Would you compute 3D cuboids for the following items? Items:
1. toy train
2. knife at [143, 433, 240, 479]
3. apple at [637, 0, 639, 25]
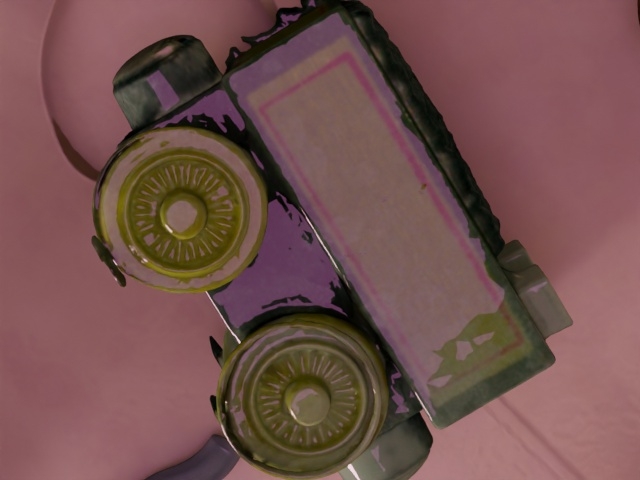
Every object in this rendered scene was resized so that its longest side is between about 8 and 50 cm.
[{"bbox_3d":[0.000,0.000,0.897,0.188,0.159,0.272,-30,99,4],"label":"toy train"},{"bbox_3d":[-0.138,0.175,1.018,0.210,0.015,0.028,-31,104,12],"label":"knife"},{"bbox_3d":[0.209,-0.124,0.895,0.084,0.071,0.084,0,95,2],"label":"apple"}]
